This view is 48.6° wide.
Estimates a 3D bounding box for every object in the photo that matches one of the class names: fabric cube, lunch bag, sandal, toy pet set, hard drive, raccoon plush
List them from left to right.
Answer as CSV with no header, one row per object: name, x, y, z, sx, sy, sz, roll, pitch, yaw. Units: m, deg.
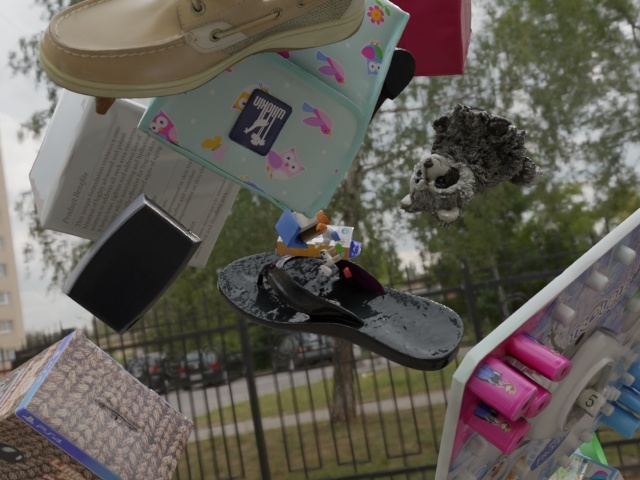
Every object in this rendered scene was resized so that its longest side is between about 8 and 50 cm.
hard drive,-0.375,0.052,1.409,0.254,0.172,0.054,-49,12,0
lunch bag,-0.053,-0.180,0.781,0.224,0.262,0.160,28,-19,-20
toy pet set,-0.016,0.001,1.022,0.065,0.114,0.122,-29,-33,-6
sandal,0.030,0.088,1.226,0.446,0.107,0.167,14,45,17
fabric cube,0.199,-0.537,1.594,0.259,0.258,0.254,0,39,16
raccoon plush,0.406,-0.131,1.783,0.447,0.299,0.216,27,-4,-31

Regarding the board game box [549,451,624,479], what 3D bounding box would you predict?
board game box,0.273,0.320,0.839,0.154,0.026,0.103,-46,28,-19

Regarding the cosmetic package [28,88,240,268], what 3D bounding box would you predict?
cosmetic package,-0.430,-0.182,1.689,0.394,0.329,0.327,19,16,-33

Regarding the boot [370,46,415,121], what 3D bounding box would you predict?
boot,0.028,-0.204,1.023,0.219,0.082,0.106,-38,34,0

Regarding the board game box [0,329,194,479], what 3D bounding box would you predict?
board game box,-0.380,0.300,1.043,0.291,0.232,0.141,-31,25,33

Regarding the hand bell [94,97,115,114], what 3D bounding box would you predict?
hand bell,-0.347,-0.326,1.228,0.126,0.126,0.242,-4,-50,-44

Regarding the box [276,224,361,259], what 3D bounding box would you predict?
box,0.000,0.000,1.190,0.136,0.028,0.081,3,26,6

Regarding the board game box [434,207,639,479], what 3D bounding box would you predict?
board game box,0.250,0.146,0.666,0.390,0.050,0.389,-31,-40,-29

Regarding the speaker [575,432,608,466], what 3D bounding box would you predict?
speaker,0.375,0.433,1.331,0.297,0.131,0.131,-26,-12,20

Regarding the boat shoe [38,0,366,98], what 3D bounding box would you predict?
boat shoe,-0.090,-0.206,0.605,0.303,0.109,0.098,-19,-27,-22
